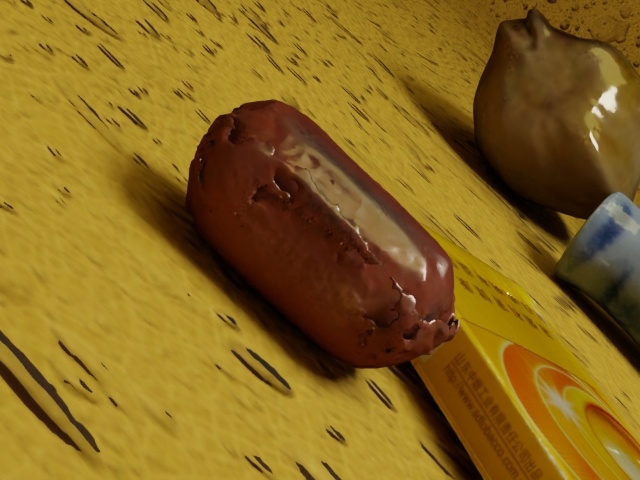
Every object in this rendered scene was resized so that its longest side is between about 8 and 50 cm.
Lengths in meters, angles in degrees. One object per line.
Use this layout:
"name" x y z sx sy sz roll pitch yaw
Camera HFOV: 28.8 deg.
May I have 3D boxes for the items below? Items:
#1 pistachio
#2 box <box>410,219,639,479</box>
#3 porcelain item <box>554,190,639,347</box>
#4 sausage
"pistachio" 0.236 -0.101 1.202 0.260 0.163 0.213 33 35 -73
"box" 0.116 0.098 0.611 0.152 0.043 0.269 28 23 -42
"porcelain item" 0.315 0.069 0.998 0.259 0.141 0.141 39 15 13
"sausage" 0.000 0.000 0.540 0.141 0.076 0.076 41 17 0
